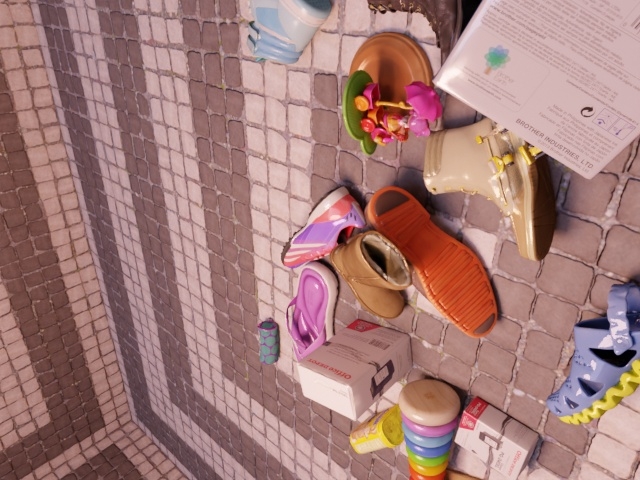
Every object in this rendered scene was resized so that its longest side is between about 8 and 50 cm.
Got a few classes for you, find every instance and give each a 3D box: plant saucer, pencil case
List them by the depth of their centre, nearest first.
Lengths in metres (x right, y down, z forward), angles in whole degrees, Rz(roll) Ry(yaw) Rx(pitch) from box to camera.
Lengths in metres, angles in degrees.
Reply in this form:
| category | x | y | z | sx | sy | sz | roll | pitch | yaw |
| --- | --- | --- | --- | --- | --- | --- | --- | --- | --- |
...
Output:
| category | x | y | z | sx | sy | sz | roll | pitch | yaw |
| --- | --- | --- | --- | --- | --- | --- | --- | --- | --- |
| plant saucer | 0.129 | -0.308 | 0.975 | 0.199 | 0.037 | 0.200 | 23 | 126 | 37 |
| pencil case | -0.172 | 0.334 | 1.599 | 0.070 | 0.064 | 0.152 | 13 | 120 | 23 |

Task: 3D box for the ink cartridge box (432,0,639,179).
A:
| category | x | y | z | sx | sy | sz | roll | pitch | yaw |
| --- | --- | --- | --- | --- | --- | --- | --- | --- | --- |
| ink cartridge box | 0.363 | -0.308 | 0.589 | 0.269 | 0.151 | 0.396 | 33 | 138 | 3 |

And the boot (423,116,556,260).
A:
| category | x | y | z | sx | sy | sz | roll | pitch | yaw |
| --- | --- | --- | --- | --- | --- | --- | --- | --- | --- |
| boot | 0.294 | -0.089 | 0.871 | 0.203 | 0.095 | 0.262 | -7 | 99 | 46 |

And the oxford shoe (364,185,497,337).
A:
| category | x | y | z | sx | sy | sz | roll | pitch | yaw |
| --- | --- | --- | --- | --- | --- | --- | --- | --- | --- |
| oxford shoe | 0.229 | 0.046 | 1.026 | 0.364 | 0.129 | 0.133 | 53 | 169 | 3 |

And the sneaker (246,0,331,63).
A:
| category | x | y | z | sx | sy | sz | roll | pitch | yaw |
| --- | --- | --- | --- | --- | --- | --- | --- | --- | --- |
| sneaker | -0.135 | -0.521 | 1.067 | 0.319 | 0.127 | 0.208 | 52 | 137 | 13 |

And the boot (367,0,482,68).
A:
| category | x | y | z | sx | sy | sz | roll | pitch | yaw |
| --- | --- | --- | --- | --- | --- | --- | --- | --- | --- |
| boot | 0.175 | -0.412 | 0.851 | 0.228 | 0.091 | 0.263 | 24 | 122 | 42 |

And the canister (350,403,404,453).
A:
| category | x | y | z | sx | sy | sz | roll | pitch | yaw |
| --- | --- | --- | --- | --- | --- | --- | --- | --- | --- |
| canister | 0.165 | 0.503 | 1.299 | 0.073 | 0.126 | 0.170 | 54 | 140 | 9 |

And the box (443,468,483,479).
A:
| category | x | y | z | sx | sy | sz | roll | pitch | yaw |
| --- | --- | --- | --- | --- | --- | --- | --- | --- | --- |
| box | 0.333 | 0.671 | 1.232 | 0.201 | 0.021 | 0.165 | -4 | 75 | 46 |

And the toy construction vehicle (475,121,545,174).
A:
| category | x | y | z | sx | sy | sz | roll | pitch | yaw |
| --- | --- | --- | --- | --- | --- | --- | --- | --- | --- |
| toy construction vehicle | 0.304 | -0.154 | 0.768 | 0.098 | 0.035 | 0.086 | -33 | 85 | 40 |

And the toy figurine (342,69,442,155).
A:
| category | x | y | z | sx | sy | sz | roll | pitch | yaw |
| --- | --- | --- | --- | --- | --- | --- | --- | --- | --- |
| toy figurine | 0.146 | -0.230 | 0.903 | 0.159 | 0.130 | 0.173 | 10 | 140 | 32 |

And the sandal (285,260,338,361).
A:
| category | x | y | z | sx | sy | sz | roll | pitch | yaw |
| --- | --- | --- | --- | --- | --- | --- | --- | --- | --- |
| sandal | -0.044 | 0.244 | 1.391 | 0.169 | 0.102 | 0.417 | 26 | 127 | 35 |

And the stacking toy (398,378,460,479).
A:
| category | x | y | z | sx | sy | sz | roll | pitch | yaw |
| --- | --- | --- | --- | --- | --- | --- | --- | --- | --- |
| stacking toy | 0.263 | 0.510 | 1.183 | 0.141 | 0.141 | 0.331 | 15 | 119 | 40 |

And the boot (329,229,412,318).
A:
| category | x | y | z | sx | sy | sz | roll | pitch | yaw |
| --- | --- | --- | --- | --- | --- | --- | --- | --- | --- |
| boot | 0.127 | 0.086 | 1.029 | 0.236 | 0.089 | 0.269 | 42 | 168 | -6 |

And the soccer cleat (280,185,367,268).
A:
| category | x | y | z | sx | sy | sz | roll | pitch | yaw |
| --- | --- | --- | --- | --- | --- | --- | --- | --- | --- |
| soccer cleat | 0.000 | 0.000 | 1.222 | 0.116 | 0.108 | 0.318 | 49 | 135 | 9 |

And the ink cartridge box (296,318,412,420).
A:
| category | x | y | z | sx | sy | sz | roll | pitch | yaw |
| --- | --- | --- | --- | --- | --- | --- | --- | --- | --- |
| ink cartridge box | 0.086 | 0.304 | 1.188 | 0.171 | 0.237 | 0.100 | 10 | 117 | 43 |

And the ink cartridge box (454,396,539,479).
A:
| category | x | y | z | sx | sy | sz | roll | pitch | yaw |
| --- | --- | --- | --- | --- | --- | --- | --- | --- | --- |
| ink cartridge box | 0.389 | 0.440 | 1.083 | 0.150 | 0.063 | 0.109 | 27 | 128 | 34 |

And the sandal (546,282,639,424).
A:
| category | x | y | z | sx | sy | sz | roll | pitch | yaw |
| --- | --- | --- | --- | --- | --- | --- | --- | --- | --- |
| sandal | 0.485 | 0.186 | 0.820 | 0.138 | 0.126 | 0.318 | 45 | 128 | 24 |
